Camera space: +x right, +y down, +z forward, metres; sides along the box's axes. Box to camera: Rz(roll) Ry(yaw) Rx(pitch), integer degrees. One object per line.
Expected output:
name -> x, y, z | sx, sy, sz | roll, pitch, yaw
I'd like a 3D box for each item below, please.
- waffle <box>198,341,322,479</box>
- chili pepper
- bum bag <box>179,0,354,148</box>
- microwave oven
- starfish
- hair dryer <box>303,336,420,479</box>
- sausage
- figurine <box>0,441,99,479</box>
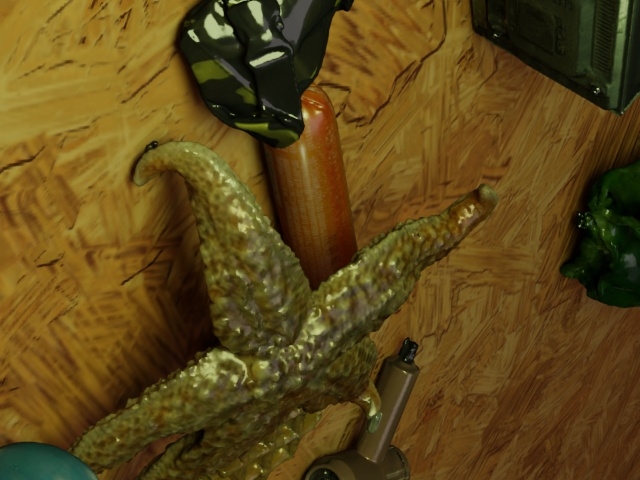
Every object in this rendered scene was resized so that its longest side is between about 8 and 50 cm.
waffle -> -0.060, 0.135, 0.993 | 0.160, 0.046, 0.192 | -45, 148, -3
chili pepper -> 0.420, -0.004, 1.502 | 0.385, 0.167, 0.213 | 3, 115, -58
bum bag -> 0.005, -0.167, 0.744 | 0.106, 0.060, 0.232 | 30, 93, -47
microwave oven -> 0.190, -0.206, 0.906 | 0.129, 0.163, 0.205 | -47, 155, -13
starfish -> -0.034, 0.065, 0.844 | 0.375, 0.094, 0.327 | -27, 136, -17
hair dryer -> 0.053, 0.178, 1.223 | 0.117, 0.064, 0.182 | 1, 111, -57
sausage -> 0.000, 0.000, 0.934 | 0.053, 0.053, 0.348 | -45, 150, -22
figurine -> -0.227, 0.326, 0.704 | 0.298, 0.242, 0.416 | 54, 32, -67
